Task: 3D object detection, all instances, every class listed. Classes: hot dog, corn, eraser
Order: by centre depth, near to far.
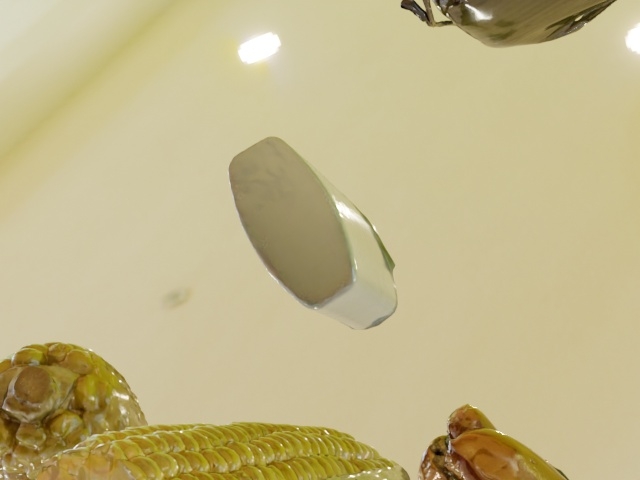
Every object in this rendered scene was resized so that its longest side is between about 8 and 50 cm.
[{"bbox_3d":[-0.038,0.155,0.686,0.123,0.305,0.122,40,-78,26],"label":"corn"},{"bbox_3d":[0.169,0.216,0.962,0.068,0.249,0.100,-52,-163,-30],"label":"hot dog"},{"bbox_3d":[-0.179,0.184,1.064,0.120,0.363,0.120,-2,-118,4],"label":"corn"},{"bbox_3d":[0.000,0.000,1.518,0.104,0.189,0.290,-27,167,7],"label":"eraser"}]

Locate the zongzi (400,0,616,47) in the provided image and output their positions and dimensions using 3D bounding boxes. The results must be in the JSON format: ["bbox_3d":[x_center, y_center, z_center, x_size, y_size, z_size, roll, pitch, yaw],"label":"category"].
[{"bbox_3d":[0.162,-0.143,0.650,0.205,0.094,0.204,-49,-126,4],"label":"zongzi"}]
